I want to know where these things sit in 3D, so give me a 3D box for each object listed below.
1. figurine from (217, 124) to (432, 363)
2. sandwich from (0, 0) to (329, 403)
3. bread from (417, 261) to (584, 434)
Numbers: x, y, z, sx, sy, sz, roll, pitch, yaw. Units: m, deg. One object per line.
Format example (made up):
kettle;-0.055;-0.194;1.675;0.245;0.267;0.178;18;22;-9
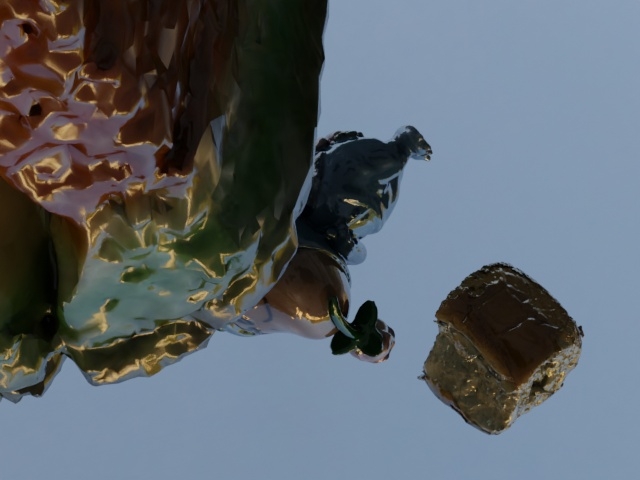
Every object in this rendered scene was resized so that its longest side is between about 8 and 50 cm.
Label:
figurine;0.003;0.004;1.132;0.178;0.114;0.144;-39;-109;-1
sandwich;-0.065;-0.115;0.379;0.109;0.212;0.292;1;-117;15
bread;0.110;0.065;1.100;0.070;0.077;0.083;34;-142;24
